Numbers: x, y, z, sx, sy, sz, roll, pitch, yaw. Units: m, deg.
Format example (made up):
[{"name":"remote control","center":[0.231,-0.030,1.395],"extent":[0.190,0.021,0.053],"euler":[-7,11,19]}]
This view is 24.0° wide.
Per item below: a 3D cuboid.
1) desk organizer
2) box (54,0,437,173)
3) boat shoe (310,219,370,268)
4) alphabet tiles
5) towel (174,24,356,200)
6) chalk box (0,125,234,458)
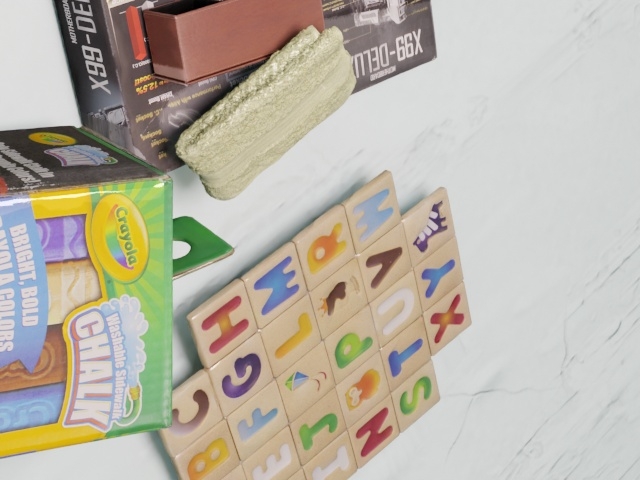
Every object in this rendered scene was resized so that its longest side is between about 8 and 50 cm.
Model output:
[{"name":"desk organizer","center":[-0.060,-0.155,1.089],"extent":[0.130,0.047,0.050],"euler":[-23,116,-33]},{"name":"box","center":[-0.055,-0.212,1.158],"extent":[0.307,0.076,0.242],"euler":[-27,120,-31]},{"name":"boat shoe","center":[0.000,0.000,1.307],"extent":[0.100,0.035,0.035],"euler":[-30,94,-26]},{"name":"alphabet tiles","center":[0.005,0.108,1.329],"extent":[0.342,0.011,0.285],"euler":[-37,134,-26]},{"name":"towel","center":[-0.036,-0.093,1.116],"extent":[0.148,0.027,0.110],"euler":[-39,158,-2]},{"name":"chalk box","center":[-0.204,0.029,1.011],"extent":[0.289,0.180,0.179],"euler":[-6,108,-28]}]
